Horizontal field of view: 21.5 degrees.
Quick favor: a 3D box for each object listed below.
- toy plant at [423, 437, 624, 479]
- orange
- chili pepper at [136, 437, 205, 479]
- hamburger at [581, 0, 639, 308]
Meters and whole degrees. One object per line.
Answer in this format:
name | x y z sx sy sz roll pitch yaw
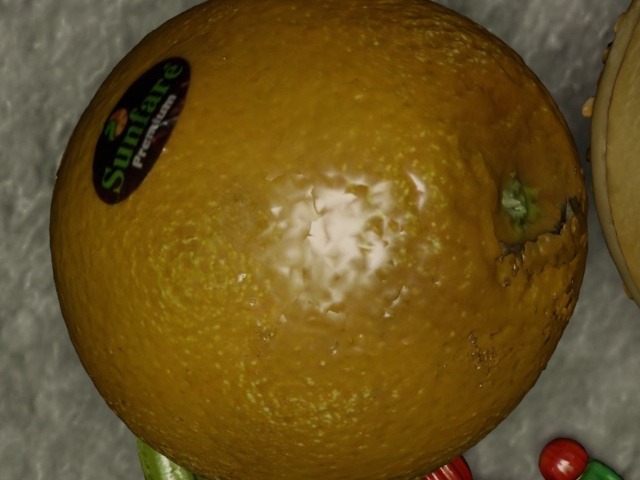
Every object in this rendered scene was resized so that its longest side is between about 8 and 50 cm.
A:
toy plant | 0.127 0.198 0.970 0.154 0.088 0.240 -16 87 -7
orange | 0.000 0.000 0.850 0.274 0.274 0.274 0 99 3
chili pepper | -0.079 0.136 0.990 0.049 0.043 0.208 -24 97 19
hamburger | 0.272 -0.049 0.849 0.300 0.176 0.300 -3 97 -24
